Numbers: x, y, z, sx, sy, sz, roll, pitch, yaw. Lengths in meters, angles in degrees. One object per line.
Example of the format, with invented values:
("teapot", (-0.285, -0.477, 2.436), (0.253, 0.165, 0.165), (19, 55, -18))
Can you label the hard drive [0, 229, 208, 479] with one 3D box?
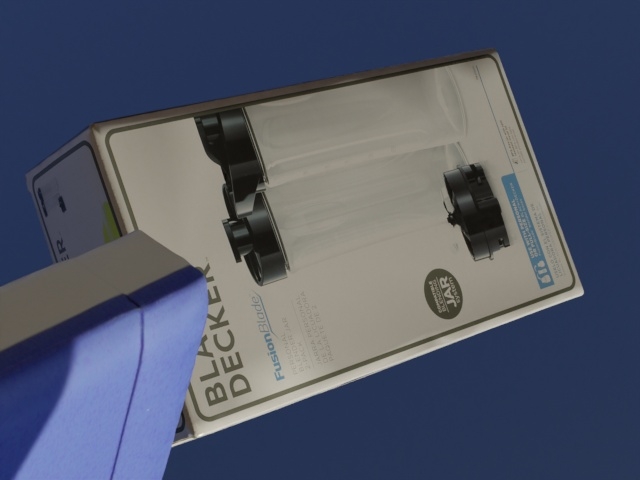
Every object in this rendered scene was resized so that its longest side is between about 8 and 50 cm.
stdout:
("hard drive", (-0.164, 0.135, 0.361), (0.040, 0.210, 0.319), (33, -145, 23))

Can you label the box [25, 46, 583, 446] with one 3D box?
("box", (0.000, 0.000, 0.794), (0.290, 0.087, 0.169), (-15, -96, -37))
